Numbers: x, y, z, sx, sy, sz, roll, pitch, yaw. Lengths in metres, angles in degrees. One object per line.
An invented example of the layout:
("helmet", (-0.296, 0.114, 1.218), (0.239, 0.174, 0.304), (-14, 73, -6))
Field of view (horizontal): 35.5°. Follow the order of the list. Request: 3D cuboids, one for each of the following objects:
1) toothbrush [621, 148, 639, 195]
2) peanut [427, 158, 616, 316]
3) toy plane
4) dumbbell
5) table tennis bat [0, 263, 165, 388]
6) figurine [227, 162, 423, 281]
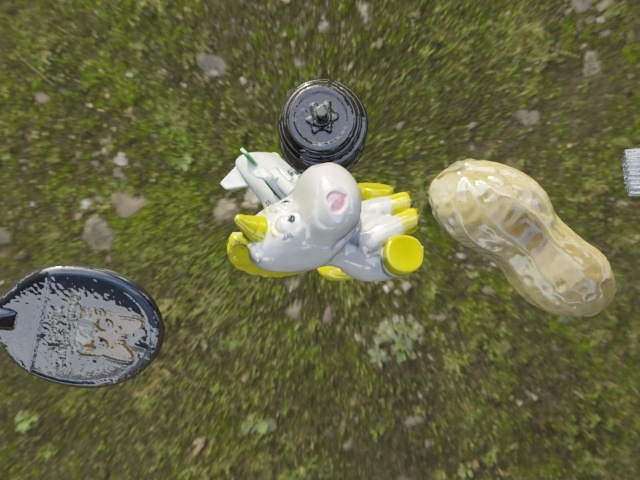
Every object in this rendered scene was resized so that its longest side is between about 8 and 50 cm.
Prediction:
("toothbrush", (0.263, 0.057, 0.789), (0.025, 0.019, 0.276), (-2, 76, 4))
("peanut", (0.300, -0.002, 1.470), (0.313, 0.149, 0.149), (45, 92, -1))
("toy plane", (-0.048, -0.055, 1.292), (0.174, 0.174, 0.080), (42, 84, -2))
("dumbbell", (0.002, -0.121, 1.100), (0.099, 0.208, 0.099), (0, 85, 0))
("table tennis bat", (-0.262, 0.074, 0.926), (0.236, 0.027, 0.150), (12, 125, -15))
("figurine", (0.003, -0.005, 0.877), (0.129, 0.178, 0.109), (-41, 54, 33))
